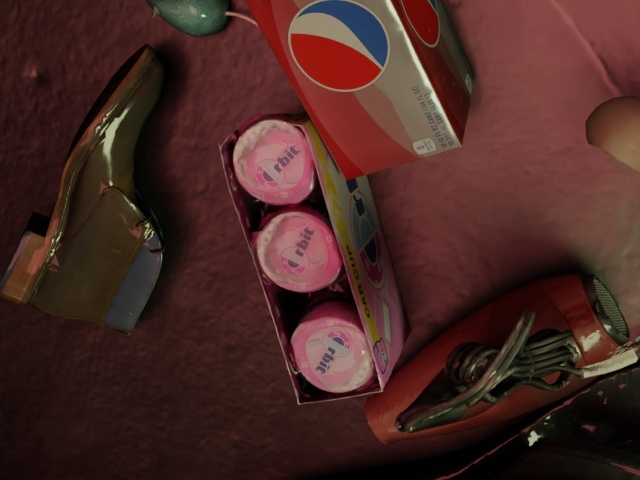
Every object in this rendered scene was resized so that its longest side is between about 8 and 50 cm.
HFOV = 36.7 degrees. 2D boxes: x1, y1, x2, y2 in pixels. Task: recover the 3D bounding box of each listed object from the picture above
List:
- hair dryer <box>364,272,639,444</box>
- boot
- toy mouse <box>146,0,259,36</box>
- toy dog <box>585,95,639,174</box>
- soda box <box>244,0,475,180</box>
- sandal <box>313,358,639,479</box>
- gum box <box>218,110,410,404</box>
[{"bbox_3d":[0.103,0.068,0.592,0.080,0.224,0.293,69,155,17],"label":"hair dryer"},{"bbox_3d":[-0.145,-0.031,0.713,0.106,0.082,0.219,28,107,-17],"label":"boot"},{"bbox_3d":[-0.077,-0.189,0.655,0.161,0.031,0.143,-32,97,26],"label":"toy mouse"},{"bbox_3d":[0.392,-0.108,0.401,0.395,0.284,0.408,19,117,-20],"label":"toy dog"},{"bbox_3d":[0.001,-0.168,0.561,0.083,0.092,0.263,-15,122,27],"label":"soda box"},{"bbox_3d":[0.140,0.212,0.671,0.446,0.107,0.167,-25,97,20],"label":"sandal"},{"bbox_3d":[0.000,0.000,0.651,0.062,0.107,0.188,-13,101,18],"label":"gum box"}]
